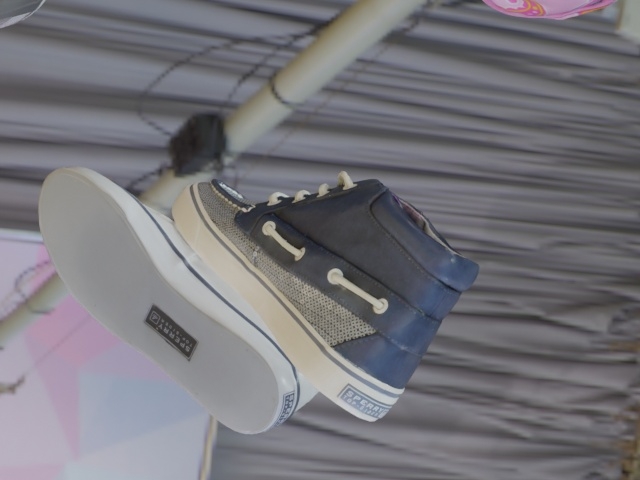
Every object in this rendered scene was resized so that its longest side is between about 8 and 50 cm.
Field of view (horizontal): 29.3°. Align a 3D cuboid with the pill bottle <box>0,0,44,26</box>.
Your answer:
[{"bbox_3d":[-0.399,-0.318,1.367,0.318,0.176,0.176,-58,160,-70],"label":"pill bottle"}]

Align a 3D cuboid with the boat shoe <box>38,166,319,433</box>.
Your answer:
[{"bbox_3d":[-0.105,0.039,0.907,0.258,0.084,0.095,46,-60,15],"label":"boat shoe"}]

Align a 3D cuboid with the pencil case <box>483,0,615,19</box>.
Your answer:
[{"bbox_3d":[0.188,-0.320,0.963,0.124,0.124,0.284,153,-55,-72],"label":"pencil case"}]

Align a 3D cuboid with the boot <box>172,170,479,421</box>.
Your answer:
[{"bbox_3d":[0.000,0.000,0.591,0.086,0.069,0.190,-54,-135,8],"label":"boot"}]
